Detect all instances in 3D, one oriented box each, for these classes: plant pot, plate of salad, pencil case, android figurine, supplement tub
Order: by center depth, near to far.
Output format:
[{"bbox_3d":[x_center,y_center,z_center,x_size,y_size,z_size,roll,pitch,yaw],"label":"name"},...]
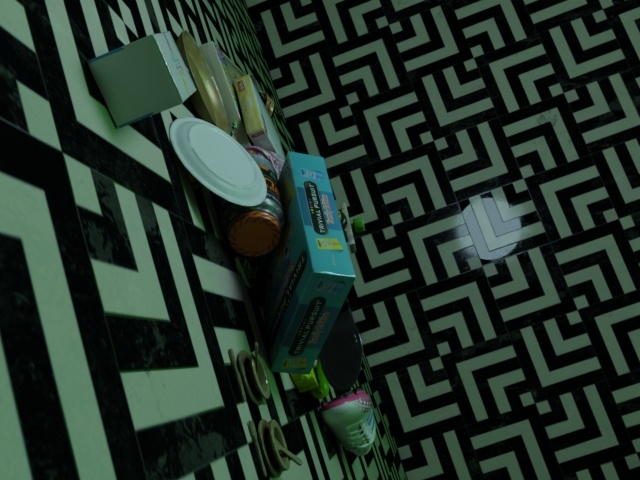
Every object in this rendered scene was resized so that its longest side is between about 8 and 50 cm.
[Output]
[{"bbox_3d":[-0.176,-0.129,1.142,0.199,0.048,0.200,34,28,-22],"label":"plate of salad"},{"bbox_3d":[-0.129,-0.065,1.240,0.190,0.117,0.117,-104,173,-49],"label":"supplement tub"},{"bbox_3d":[-0.250,-0.320,1.407,0.236,0.032,0.236,-19,90,-86],"label":"plant pot"},{"bbox_3d":[-0.042,0.220,1.443,0.273,0.056,0.248,-84,154,-83],"label":"android figurine"},{"bbox_3d":[-0.134,-0.145,1.485,0.284,0.124,0.124,-52,122,-85],"label":"pencil case"}]

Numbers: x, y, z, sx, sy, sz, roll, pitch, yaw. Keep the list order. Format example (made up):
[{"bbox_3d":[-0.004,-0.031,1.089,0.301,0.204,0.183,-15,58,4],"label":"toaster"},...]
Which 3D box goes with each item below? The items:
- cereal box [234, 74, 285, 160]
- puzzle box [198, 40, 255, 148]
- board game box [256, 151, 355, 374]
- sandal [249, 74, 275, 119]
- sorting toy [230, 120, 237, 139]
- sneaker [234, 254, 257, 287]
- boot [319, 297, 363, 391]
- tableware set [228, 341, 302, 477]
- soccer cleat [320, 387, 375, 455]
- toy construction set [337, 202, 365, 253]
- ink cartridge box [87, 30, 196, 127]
[{"bbox_3d":[-0.144,-0.275,1.682,0.240,0.047,0.173,60,12,-61],"label":"cereal box"},{"bbox_3d":[-0.214,-0.345,1.769,0.409,0.052,0.272,-43,113,-84],"label":"puzzle box"},{"bbox_3d":[-0.042,0.035,1.252,0.336,0.079,0.254,-103,-152,-48],"label":"board game box"},{"bbox_3d":[-0.148,-0.352,1.856,0.090,0.060,0.219,-35,105,-85],"label":"sandal"},{"bbox_3d":[-0.194,-0.223,1.491,0.062,0.012,0.083,-112,-151,-70],"label":"sorting toy"},{"bbox_3d":[-0.129,0.056,1.229,0.083,0.035,0.031,64,8,-49],"label":"sneaker"},{"bbox_3d":[0.035,0.267,1.522,0.280,0.096,0.264,87,-11,-52],"label":"boot"},{"bbox_3d":[-0.077,0.253,1.008,0.128,0.039,0.194,54,17,-72],"label":"tableware set"},{"bbox_3d":[0.083,0.435,1.583,0.331,0.116,0.143,56,15,-71],"label":"soccer cleat"},{"bbox_3d":[0.000,0.000,1.677,0.309,0.237,0.258,-101,170,-61],"label":"toy construction set"},{"bbox_3d":[-0.230,-0.216,0.888,0.143,0.092,0.090,-99,168,-71],"label":"ink cartridge box"}]
